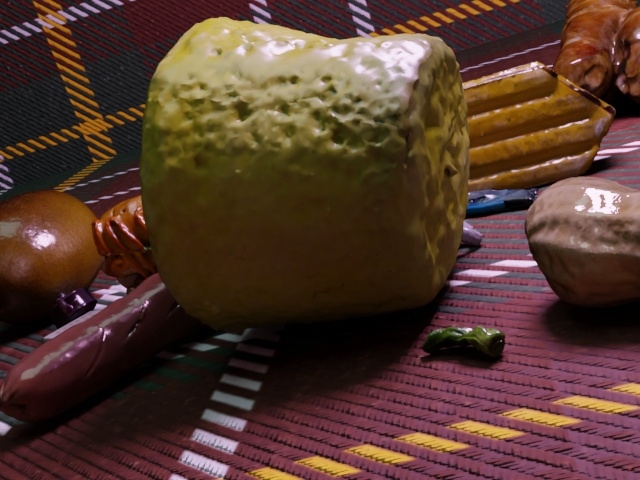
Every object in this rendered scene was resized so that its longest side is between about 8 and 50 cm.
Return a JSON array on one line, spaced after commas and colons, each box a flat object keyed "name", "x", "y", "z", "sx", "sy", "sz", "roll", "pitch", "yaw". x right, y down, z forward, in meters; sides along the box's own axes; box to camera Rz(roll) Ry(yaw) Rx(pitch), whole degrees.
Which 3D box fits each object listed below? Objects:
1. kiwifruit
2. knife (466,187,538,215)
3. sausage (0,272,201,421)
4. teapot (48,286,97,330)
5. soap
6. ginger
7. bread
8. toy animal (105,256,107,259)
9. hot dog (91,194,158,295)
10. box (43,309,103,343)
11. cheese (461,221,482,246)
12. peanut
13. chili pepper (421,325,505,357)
[{"name": "kiwifruit", "x": -0.434, "y": 0.027, "z": 1.525, "sx": 0.196, "sy": 0.196, "sz": 0.234, "roll": -11, "pitch": 22, "yaw": 27}, {"name": "knife", "x": 0.160, "y": -0.040, "z": 1.368, "sx": 0.297, "sy": 0.026, "sz": 0.044, "roll": -9, "pitch": 28, "yaw": 31}, {"name": "sausage", "x": -0.190, "y": 0.083, "z": 1.186, "sx": 0.088, "sy": 0.087, "sz": 0.433, "roll": -3, "pitch": 25, "yaw": 47}, {"name": "teapot", "x": -0.347, "y": 0.092, "z": 1.416, "sx": 0.068, "sy": 0.045, "sz": 0.100, "roll": -39, "pitch": -6, "yaw": -3}, {"name": "soap", "x": 0.267, "y": -0.151, "z": 1.381, "sx": 0.258, "sy": 0.160, "sz": 0.080, "roll": -14, "pitch": 13, "yaw": 12}, {"name": "ginger", "x": 0.516, "y": -0.321, "z": 1.705, "sx": 0.254, "sy": 0.176, "sz": 0.418, "roll": -6, "pitch": 19, "yaw": 15}, {"name": "bread", "x": -0.001, "y": -0.077, "z": 1.090, "sx": 0.308, "sy": 0.348, "sz": 0.348, "roll": -3, "pitch": 18, "yaw": 18}, {"name": "toy animal", "x": -0.320, "y": -0.014, "z": 1.772, "sx": 0.085, "sy": 0.071, "sz": 0.124, "roll": -11, "pitch": 15, "yaw": 28}, {"name": "hot dog", "x": -0.145, "y": -0.013, "z": 1.387, "sx": 0.349, "sy": 0.158, "sz": 0.117, "roll": -16, "pitch": 33, "yaw": 11}, {"name": "box", "x": -0.275, "y": 0.113, "z": 1.325, "sx": 0.167, "sy": 0.024, "sz": 0.090, "roll": -7, "pitch": 17, "yaw": 38}, {"name": "cheese", "x": 0.110, "y": -0.061, "z": 1.298, "sx": 0.163, "sy": 0.082, "sz": 0.286, "roll": 15, "pitch": 18, "yaw": -38}, {"name": "peanut", "x": 0.273, "y": 0.010, "z": 0.867, "sx": 0.124, "sy": 0.123, "sz": 0.257, "roll": -25, "pitch": 20, "yaw": -26}, {"name": "chili pepper", "x": 0.130, "y": 0.088, "z": 0.909, "sx": 0.091, "sy": 0.030, "sz": 0.034, "roll": -5, "pitch": 44, "yaw": 50}]
